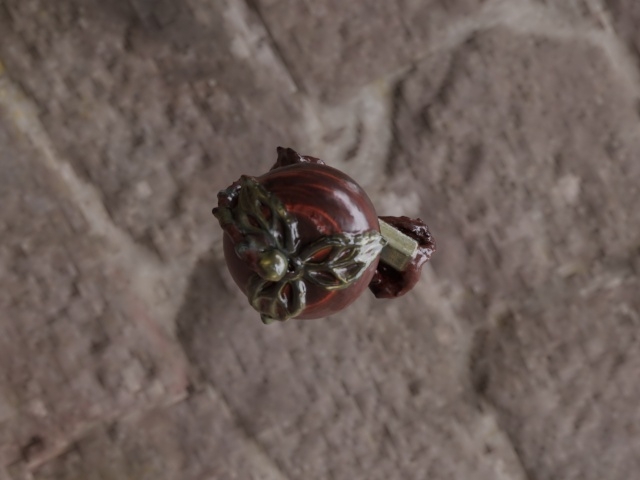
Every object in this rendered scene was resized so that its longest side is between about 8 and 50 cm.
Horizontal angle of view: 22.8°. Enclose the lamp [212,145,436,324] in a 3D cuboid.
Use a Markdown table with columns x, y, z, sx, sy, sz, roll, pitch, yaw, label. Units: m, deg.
| x | y | z | sx | sy | sz | roll | pitch | yaw | label |
| --- | --- | --- | --- | --- | --- | --- | --- | --- | --- |
| 0.005 | -0.005 | 1.531 | 0.215 | 0.151 | 0.223 | 36 | 45 | -4 | lamp |
